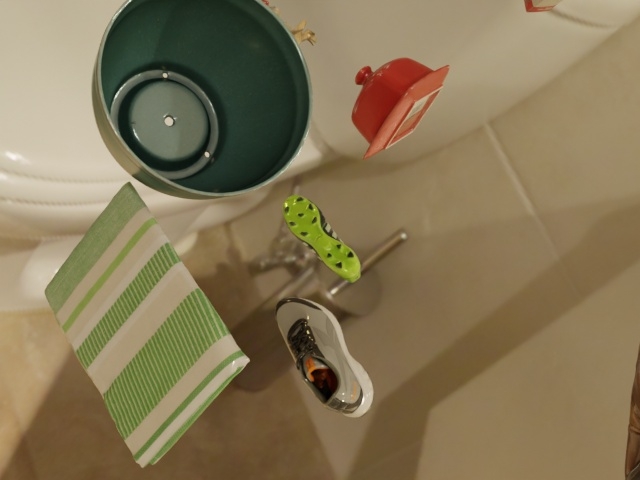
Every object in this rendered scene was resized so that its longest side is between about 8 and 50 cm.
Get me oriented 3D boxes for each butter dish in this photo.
[{"bbox_3d":[0.105,-0.231,1.544,0.118,0.160,0.160,42,39,10],"label":"butter dish"}]

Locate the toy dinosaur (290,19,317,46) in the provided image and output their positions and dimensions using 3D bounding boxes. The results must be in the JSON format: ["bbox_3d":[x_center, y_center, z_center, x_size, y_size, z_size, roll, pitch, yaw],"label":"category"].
[{"bbox_3d":[-0.053,-0.346,1.694,0.053,0.092,0.183,36,13,3],"label":"toy dinosaur"}]

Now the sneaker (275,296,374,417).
[{"bbox_3d":[-0.007,0.200,1.758,0.108,0.100,0.271,16,30,-50],"label":"sneaker"}]

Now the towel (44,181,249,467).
[{"bbox_3d":[-0.255,0.118,1.369,0.038,0.248,0.325,4,44,-55],"label":"towel"}]

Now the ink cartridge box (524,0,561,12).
[{"bbox_3d":[0.440,-0.507,1.858,0.056,0.135,0.099,-7,84,-18],"label":"ink cartridge box"}]

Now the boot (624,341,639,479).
[{"bbox_3d":[0.408,0.153,1.187,0.264,0.096,0.280,65,26,-44],"label":"boot"}]

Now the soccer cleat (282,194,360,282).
[{"bbox_3d":[0.000,0.000,1.557,0.060,0.072,0.179,-37,63,-8],"label":"soccer cleat"}]

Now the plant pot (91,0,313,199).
[{"bbox_3d":[-0.184,-0.184,1.329,0.293,0.196,0.293,6,78,-27],"label":"plant pot"}]

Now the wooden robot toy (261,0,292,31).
[{"bbox_3d":[-0.150,-0.514,2.215,0.173,0.076,0.079,7,17,-34],"label":"wooden robot toy"}]
